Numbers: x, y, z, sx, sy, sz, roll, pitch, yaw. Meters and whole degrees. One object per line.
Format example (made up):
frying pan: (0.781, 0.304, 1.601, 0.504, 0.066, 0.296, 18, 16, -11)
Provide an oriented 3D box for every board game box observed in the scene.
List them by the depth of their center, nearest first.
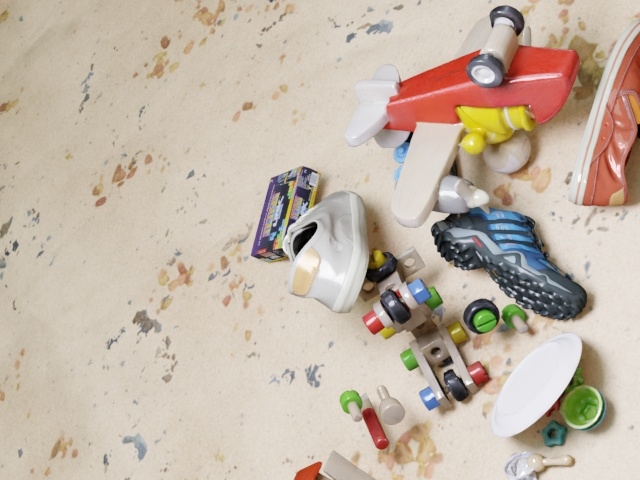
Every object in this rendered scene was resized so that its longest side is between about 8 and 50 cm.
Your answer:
board game box: (-0.069, -0.050, 2.463, 0.141, 0.048, 0.170, -15, 58, 59)

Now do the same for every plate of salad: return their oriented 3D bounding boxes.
plate of salad: (0.337, 0.226, 1.947, 0.200, 0.048, 0.200, -49, 12, 14)

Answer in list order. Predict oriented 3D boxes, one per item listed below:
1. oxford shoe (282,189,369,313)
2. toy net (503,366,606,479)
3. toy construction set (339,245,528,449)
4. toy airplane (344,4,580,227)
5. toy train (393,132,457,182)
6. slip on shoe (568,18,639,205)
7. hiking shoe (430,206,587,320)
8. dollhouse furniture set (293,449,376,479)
oxford shoe: (0.000, 0.000, 2.219, 0.449, 0.130, 0.169, -95, 22, -73)
toy net: (0.340, 0.303, 1.943, 0.232, 0.045, 0.122, -51, 45, 11)
toy construction set: (0.134, 0.159, 2.114, 0.309, 0.257, 0.237, -57, 26, 16)
toy airplane: (0.238, -0.207, 2.132, 0.386, 0.272, 0.384, -43, 27, 6)
toy train: (0.190, -0.157, 2.294, 0.105, 0.080, 0.184, -18, 56, 25)
slip on shoe: (0.485, -0.200, 2.033, 0.101, 0.123, 0.331, 15, 73, 13)
hiking shoe: (0.321, 0.014, 2.060, 0.304, 0.113, 0.132, 33, 69, 35)
dollhouse furniture set: (-0.066, 0.471, 2.052, 0.262, 0.135, 0.259, -38, 19, 51)
